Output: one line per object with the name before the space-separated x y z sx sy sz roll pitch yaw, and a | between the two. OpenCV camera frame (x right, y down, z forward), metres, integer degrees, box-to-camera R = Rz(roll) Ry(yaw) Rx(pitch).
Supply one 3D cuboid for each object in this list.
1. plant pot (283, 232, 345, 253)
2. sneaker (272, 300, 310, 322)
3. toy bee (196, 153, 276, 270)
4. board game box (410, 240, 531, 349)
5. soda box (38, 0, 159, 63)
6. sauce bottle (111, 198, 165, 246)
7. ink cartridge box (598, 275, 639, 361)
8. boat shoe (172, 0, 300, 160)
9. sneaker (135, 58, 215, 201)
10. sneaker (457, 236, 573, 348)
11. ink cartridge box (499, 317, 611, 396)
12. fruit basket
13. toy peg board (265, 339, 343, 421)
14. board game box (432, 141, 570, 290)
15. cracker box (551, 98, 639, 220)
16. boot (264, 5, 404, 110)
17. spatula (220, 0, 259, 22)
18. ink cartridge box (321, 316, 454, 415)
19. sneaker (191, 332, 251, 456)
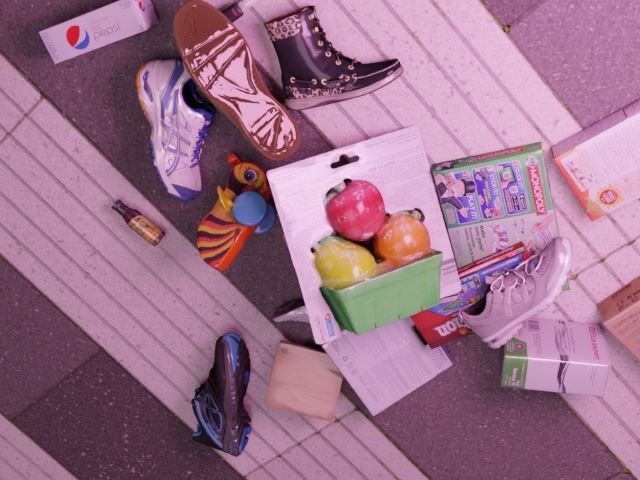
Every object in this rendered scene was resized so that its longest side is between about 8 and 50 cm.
plant pot | 0.000 0.000 1.702 0.109 0.096 0.109 -15 113 18
sneaker | -0.035 0.162 1.819 0.152 0.053 0.061 -18 115 19
toy bee | -0.154 -0.087 1.671 0.162 0.298 0.195 45 157 17
board game box | 0.320 0.119 1.690 0.281 0.027 0.145 -26 111 22
soda box | -0.427 -0.413 1.580 0.216 0.074 0.069 -14 114 18
sauce bottle | -0.401 -0.040 1.791 0.128 0.042 0.042 38 118 -10
ink cartridge box | 0.717 0.145 1.643 0.193 0.088 0.235 43 116 -14
boat shoe | -0.171 -0.298 1.558 0.122 0.110 0.341 -37 113 -8
sneaker | -0.270 -0.216 1.633 0.131 0.112 0.296 -5 117 13
sneaker | 0.378 0.094 1.589 0.115 0.105 0.281 32 118 -7
ink cartridge box | 0.483 0.239 1.701 0.209 0.153 0.086 5 119 10
fruit basket | 0.088 -0.012 1.595 0.327 0.165 0.352 -20 95 -17
toy peg board | -0.030 0.315 1.898 0.161 0.079 0.160 14 104 3
board game box | 0.366 -0.026 1.645 0.214 0.046 0.317 -11 115 16
cracker box | 0.573 -0.159 1.522 0.232 0.067 0.155 -29 109 24
boot | 0.021 -0.351 1.520 0.237 0.085 0.178 -12 112 17
spatula | -0.130 -0.448 1.526 0.297 0.030 0.084 -27 108 21
ink cartridge box | 0.149 0.247 1.818 0.224 0.045 0.223 -33 108 4
sneaker | -0.244 0.366 1.929 0.140 0.125 0.340 10 117 11
